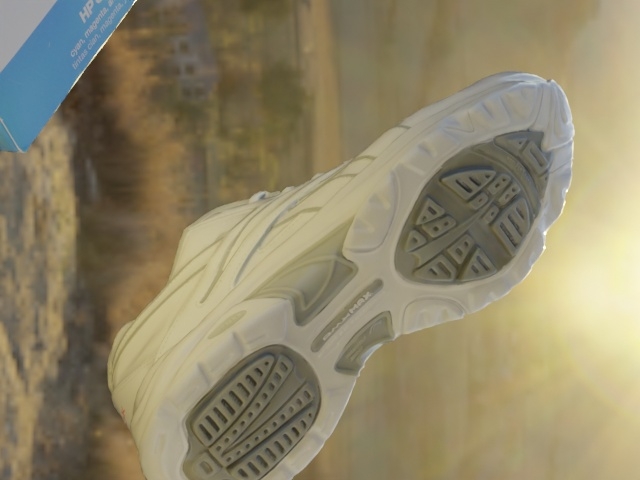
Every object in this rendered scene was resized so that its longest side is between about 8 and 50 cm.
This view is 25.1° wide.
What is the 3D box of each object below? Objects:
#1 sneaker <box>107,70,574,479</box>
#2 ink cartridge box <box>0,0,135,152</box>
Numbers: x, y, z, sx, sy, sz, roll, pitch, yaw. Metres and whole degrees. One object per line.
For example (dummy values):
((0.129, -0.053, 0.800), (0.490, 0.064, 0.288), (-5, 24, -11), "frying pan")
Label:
((0.000, 0.000, 0.592), (0.115, 0.232, 0.090), (35, -21, 52), "sneaker")
((-0.133, -0.111, 0.442), (0.090, 0.092, 0.143), (-60, 146, -32), "ink cartridge box")
